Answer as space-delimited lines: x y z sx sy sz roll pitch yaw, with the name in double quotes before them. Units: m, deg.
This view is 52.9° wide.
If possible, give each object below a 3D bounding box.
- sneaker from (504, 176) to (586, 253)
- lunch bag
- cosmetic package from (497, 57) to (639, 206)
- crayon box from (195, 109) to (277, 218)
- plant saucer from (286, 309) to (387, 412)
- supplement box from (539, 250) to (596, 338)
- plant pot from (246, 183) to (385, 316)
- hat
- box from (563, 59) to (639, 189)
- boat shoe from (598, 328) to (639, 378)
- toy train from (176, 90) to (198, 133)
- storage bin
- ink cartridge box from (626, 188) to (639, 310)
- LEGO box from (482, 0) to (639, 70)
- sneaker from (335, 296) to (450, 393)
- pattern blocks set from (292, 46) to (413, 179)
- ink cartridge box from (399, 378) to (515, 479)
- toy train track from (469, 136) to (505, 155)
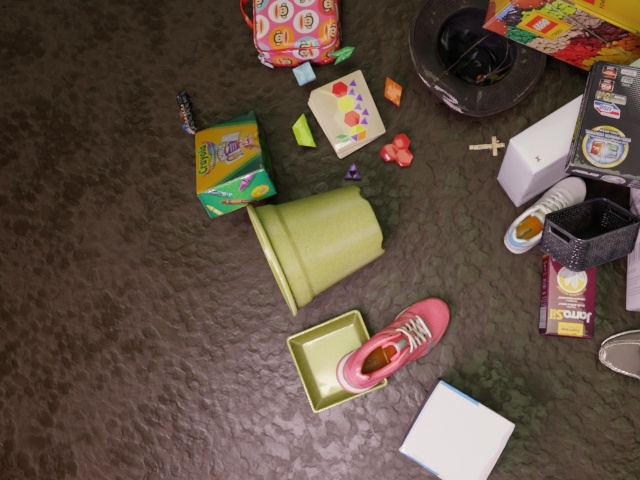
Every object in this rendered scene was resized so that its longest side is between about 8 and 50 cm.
"sneaker" 0.523 -0.060 1.474 0.228 0.092 0.087 -44 76 -1
"lunch bag" -0.077 -0.595 1.642 0.258 0.120 0.293 -1 81 10
"cosmetic package" 0.578 -0.238 1.396 0.377 0.284 0.097 -32 78 2
"crayon box" -0.208 -0.189 1.543 0.165 0.081 0.278 -21 40 5
"plant saucer" 0.040 0.284 1.520 0.188 0.045 0.188 -23 79 5
"supplement box" 0.554 0.122 1.444 0.104 0.081 0.188 4 82 10
"plant pot" 0.000 0.000 1.481 0.254 0.276 0.276 -23 78 -7
"hat" 0.363 -0.456 1.543 0.331 0.134 0.331 0 94 0
"box" 0.621 -0.204 1.206 0.270 0.060 0.216 15 83 12
"boat shoe" 0.716 0.250 1.321 0.305 0.091 0.109 1 98 46
"toy train" -0.347 -0.330 1.664 0.036 0.027 0.158 -32 52 12
"storage bin" 0.584 -0.014 1.402 0.180 0.084 0.122 -16 35 -21
"ink cartridge box" 0.762 -0.052 1.334 0.166 0.285 0.395 4 82 10
"LEGO box" 0.622 -0.667 1.434 0.372 0.193 0.500 18 81 -11
"sneaker" 0.182 0.233 1.431 0.314 0.136 0.116 -35 83 -17
"pattern blocks set" 0.070 -0.311 1.599 0.285 0.026 0.325 -14 90 7
"ink cartridge box" 0.283 0.407 1.365 0.171 0.233 0.168 30 85 13
"toy train track" 0.404 -0.229 1.560 0.083 0.014 0.048 -4 80 9
